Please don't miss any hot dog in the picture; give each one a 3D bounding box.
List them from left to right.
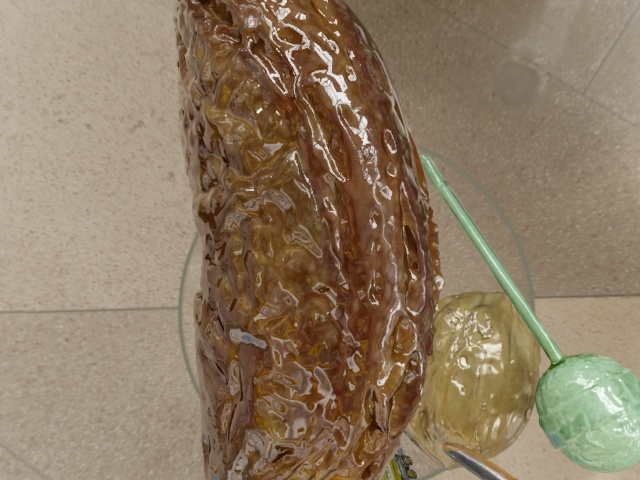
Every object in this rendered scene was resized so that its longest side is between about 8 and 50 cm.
[{"bbox_3d":[0.000,0.000,0.438,0.174,0.267,0.388,-3,96,9],"label":"hot dog"}]

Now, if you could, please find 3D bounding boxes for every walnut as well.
[{"bbox_3d":[0.196,0.185,0.844,0.198,0.198,0.245,18,69,5],"label":"walnut"}]

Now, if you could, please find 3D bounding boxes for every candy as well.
[{"bbox_3d":[0.233,0.065,0.754,0.119,0.119,0.440,-29,63,0],"label":"candy"}]

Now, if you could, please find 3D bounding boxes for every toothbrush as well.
[{"bbox_3d":[0.260,0.271,0.579,0.320,0.023,0.031,27,88,22],"label":"toothbrush"}]

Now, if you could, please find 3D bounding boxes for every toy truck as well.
[{"bbox_3d":[0.104,0.348,0.978,0.062,0.123,0.052,7,124,-20],"label":"toy truck"}]
